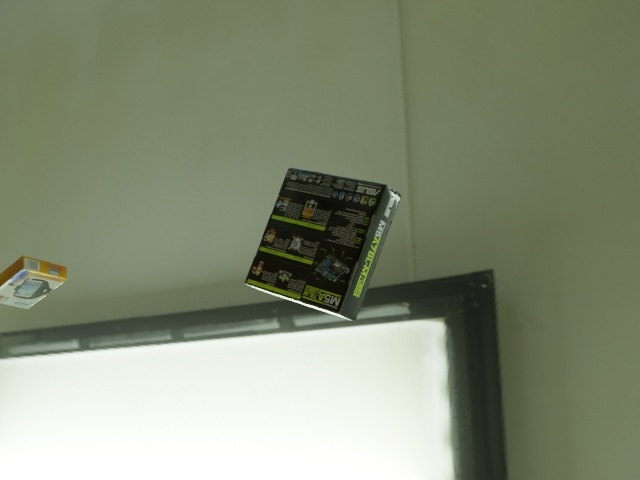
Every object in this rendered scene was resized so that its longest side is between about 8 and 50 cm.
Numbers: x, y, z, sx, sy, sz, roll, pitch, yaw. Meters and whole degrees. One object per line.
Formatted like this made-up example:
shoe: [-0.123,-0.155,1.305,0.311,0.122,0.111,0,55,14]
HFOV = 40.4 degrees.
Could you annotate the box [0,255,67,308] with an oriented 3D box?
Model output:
box: [-0.486,0.073,1.419,0.136,0.081,0.028,-34,-125,31]

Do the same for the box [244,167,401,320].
box: [0.000,0.000,1.198,0.190,0.045,0.184,13,-98,43]
